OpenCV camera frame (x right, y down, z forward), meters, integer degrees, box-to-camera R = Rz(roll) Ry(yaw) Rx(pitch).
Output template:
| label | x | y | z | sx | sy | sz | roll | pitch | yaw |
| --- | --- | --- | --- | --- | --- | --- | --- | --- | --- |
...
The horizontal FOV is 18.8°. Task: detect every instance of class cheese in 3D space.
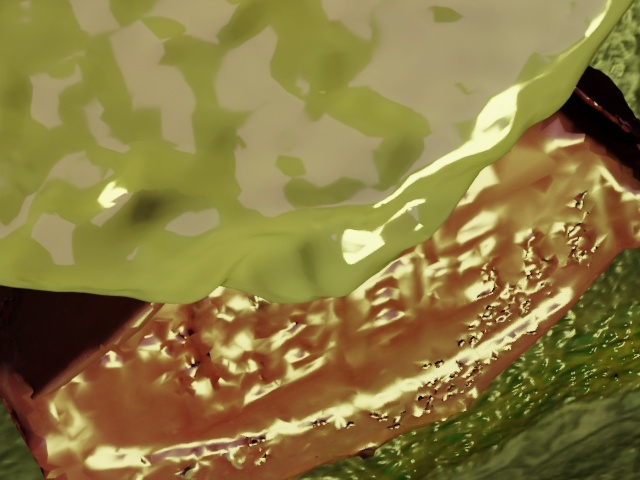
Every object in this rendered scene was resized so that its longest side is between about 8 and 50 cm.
| label | x | y | z | sx | sy | sz | roll | pitch | yaw |
| --- | --- | --- | --- | --- | --- | --- | --- | --- | --- |
| cheese | -0.050 | -0.131 | 0.598 | 0.318 | 0.115 | 0.326 | -4 | 114 | 0 |

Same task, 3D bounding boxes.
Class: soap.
| label | x | y | z | sx | sy | sz | roll | pitch | yaw |
| --- | --- | --- | --- | --- | --- | --- | --- | --- | --- |
| soap | 0.000 | 0.000 | 0.805 | 0.289 | 0.112 | 0.182 | -22 | 140 | -4 |
